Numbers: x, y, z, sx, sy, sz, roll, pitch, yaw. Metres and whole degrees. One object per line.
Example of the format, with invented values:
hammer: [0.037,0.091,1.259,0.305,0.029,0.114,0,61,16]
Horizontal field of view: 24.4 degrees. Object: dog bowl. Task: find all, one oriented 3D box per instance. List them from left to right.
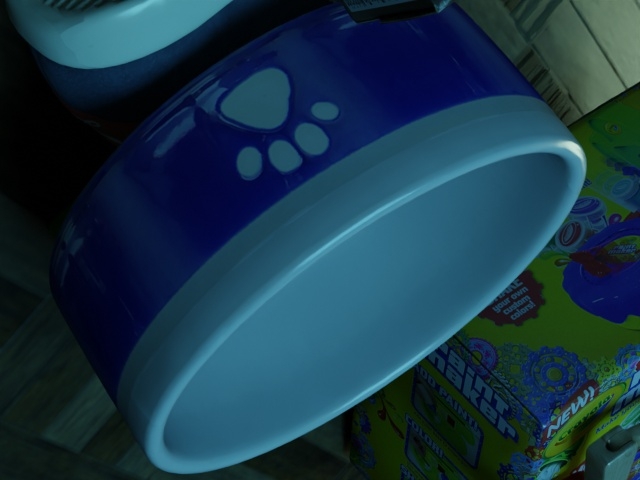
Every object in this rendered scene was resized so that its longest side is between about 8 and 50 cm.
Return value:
dog bowl: [0.000,0.000,0.754,0.265,0.104,0.265,-31,160,-13]

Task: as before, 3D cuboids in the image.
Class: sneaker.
sneaker: [0.008,-0.166,0.744,0.350,0.131,0.148,-31,149,-13]

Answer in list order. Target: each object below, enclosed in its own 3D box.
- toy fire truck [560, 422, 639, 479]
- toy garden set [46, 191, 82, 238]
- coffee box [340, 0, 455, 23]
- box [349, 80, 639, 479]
toy fire truck: [0.173,0.156,0.930,0.192,0.047,0.135,0,129,-50]
toy garden set: [-0.024,-0.007,0.913,0.204,0.049,0.244,-44,145,-5]
coffee box: [0.017,-0.228,0.592,0.141,0.098,0.246,-38,105,-12]
box: [0.188,0.074,1.076,0.290,0.177,0.279,-31,148,-23]
